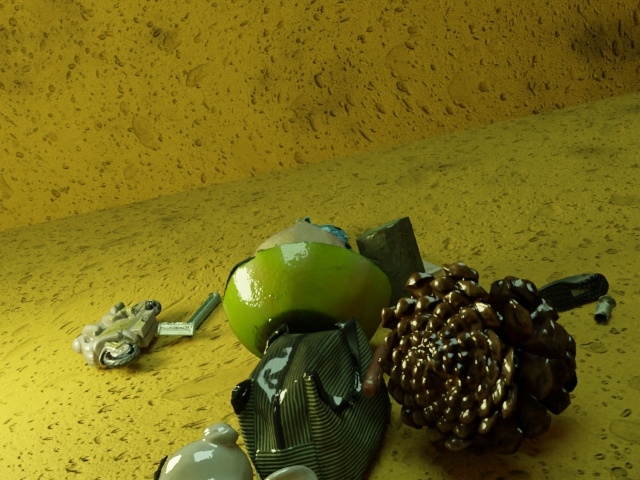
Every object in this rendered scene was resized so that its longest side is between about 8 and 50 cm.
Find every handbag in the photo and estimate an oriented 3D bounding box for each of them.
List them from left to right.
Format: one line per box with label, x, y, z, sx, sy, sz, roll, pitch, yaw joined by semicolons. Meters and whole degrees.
handbag;-0.014;0.308;1.482;0.247;0.240;0.341;-6;21;24

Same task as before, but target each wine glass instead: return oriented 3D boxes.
wine glass;0.667;0.165;1.785;0.039;0.042;0.083;-45;0;38

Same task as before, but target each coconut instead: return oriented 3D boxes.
coconut;-0.045;0.100;1.962;0.297;0.297;0.255;-11;31;1

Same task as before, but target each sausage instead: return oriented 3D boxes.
sausage;0.111;0.247;1.480;0.036;0.042;0.158;32;28;1

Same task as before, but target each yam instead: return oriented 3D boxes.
yam;0.195;0.074;1.989;0.161;0.268;0.161;-19;13;5

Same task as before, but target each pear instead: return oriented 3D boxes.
pear;-0.028;0.186;1.723;0.398;0.399;0.165;-9;47;6

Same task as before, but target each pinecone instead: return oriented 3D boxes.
pinecone;0.318;0.212;1.423;0.384;0.385;0.384;-10;20;4

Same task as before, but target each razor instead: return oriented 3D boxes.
razor;-0.355;0.220;2.199;0.111;0.056;0.278;-3;14;19

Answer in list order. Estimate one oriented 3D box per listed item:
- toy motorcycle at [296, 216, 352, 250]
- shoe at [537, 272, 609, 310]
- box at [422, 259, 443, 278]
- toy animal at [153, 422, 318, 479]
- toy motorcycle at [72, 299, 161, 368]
toy motorcycle;0.000;0.000;2.488;0.182;0.124;0.272;-3;18;-8
shoe;0.611;0.124;1.887;0.194;0.074;0.077;-13;8;-11
box;0.259;0.085;2.239;0.109;0.029;0.198;-21;23;-24
toy animal;-0.139;0.440;1.247;0.247;0.183;0.310;-54;31;-13
toy motorcycle;-0.569;0.262;2.112;0.222;0.108;0.341;-9;23;10
